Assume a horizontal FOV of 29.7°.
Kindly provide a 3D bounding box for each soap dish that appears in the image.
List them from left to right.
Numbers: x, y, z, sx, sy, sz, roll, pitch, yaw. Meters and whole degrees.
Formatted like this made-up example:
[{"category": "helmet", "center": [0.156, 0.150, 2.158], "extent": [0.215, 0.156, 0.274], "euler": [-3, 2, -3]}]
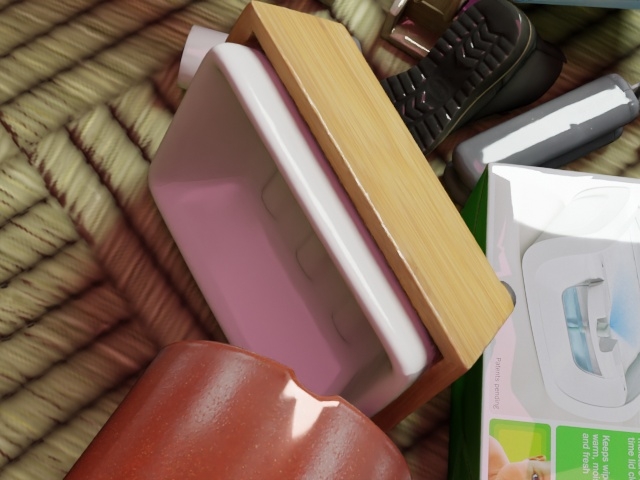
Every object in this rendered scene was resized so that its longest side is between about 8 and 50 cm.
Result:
[{"category": "soap dish", "center": [0.000, 0.000, 0.885], "extent": [0.118, 0.229, 0.291], "euler": [-21, 74, -31]}]

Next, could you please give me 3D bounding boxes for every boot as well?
[{"category": "boot", "center": [0.114, -0.107, 1.012], "extent": [0.198, 0.137, 0.077], "euler": [-36, 68, 22]}]

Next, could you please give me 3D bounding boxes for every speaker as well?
[{"category": "speaker", "center": [-0.049, -0.136, 1.006], "extent": [0.136, 0.055, 0.055], "euler": [14, 70, -2]}]

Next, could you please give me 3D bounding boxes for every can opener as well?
[{"category": "can opener", "center": [0.245, -0.086, 1.016], "extent": [0.283, 0.076, 0.095], "euler": [-26, 75, -14]}]

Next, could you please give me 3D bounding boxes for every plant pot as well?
[{"category": "plant pot", "center": [-0.084, 0.226, 0.782], "extent": [0.272, 0.272, 0.265], "euler": [28, 62, 3]}]

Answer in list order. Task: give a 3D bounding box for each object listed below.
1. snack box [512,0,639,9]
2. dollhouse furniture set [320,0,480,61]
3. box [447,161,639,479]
[{"category": "snack box", "center": [0.235, -0.316, 1.041], "extent": [0.187, 0.060, 0.322], "euler": [2, 47, -7]}, {"category": "dollhouse furniture set", "center": [0.060, -0.340, 0.959], "extent": [0.286, 0.303, 0.198], "euler": [32, 71, 4]}, {"category": "box", "center": [0.222, 0.093, 0.926], "extent": [0.231, 0.127, 0.262], "euler": [7, 69, -3]}]
